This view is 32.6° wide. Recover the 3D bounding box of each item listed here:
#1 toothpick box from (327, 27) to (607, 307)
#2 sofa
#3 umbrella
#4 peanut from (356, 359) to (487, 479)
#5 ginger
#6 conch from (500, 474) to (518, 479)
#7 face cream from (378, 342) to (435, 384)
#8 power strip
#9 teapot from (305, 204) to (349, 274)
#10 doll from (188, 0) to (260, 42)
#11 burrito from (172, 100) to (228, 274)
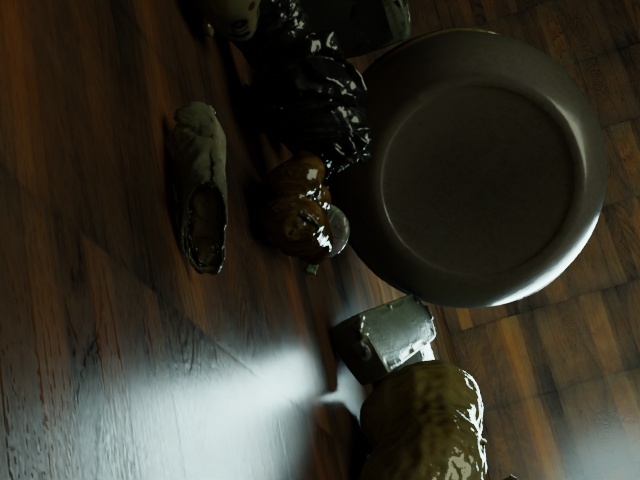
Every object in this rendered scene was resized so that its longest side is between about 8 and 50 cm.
[{"bbox_3d":[0.214,-0.114,1.628,0.425,0.409,0.409,-84,156,-81],"label":"toothpick box"},{"bbox_3d":[0.010,-0.375,1.540,0.176,0.210,0.225,-93,162,-53],"label":"sofa"},{"bbox_3d":[-0.054,-0.218,1.157,0.336,0.128,0.154,64,-9,-12],"label":"umbrella"},{"bbox_3d":[0.116,0.232,1.238,0.313,0.149,0.149,-74,146,-69],"label":"peanut"},{"bbox_3d":[-0.027,-0.034,1.111,0.162,0.073,0.103,63,25,-75],"label":"ginger"},{"bbox_3d":[0.201,0.370,1.270,0.186,0.263,0.324,61,-23,5],"label":"conch"},{"bbox_3d":[0.141,0.269,1.512,0.163,0.080,0.336,51,23,-54],"label":"face cream"},{"bbox_3d":[0.089,0.117,1.397,0.080,0.048,0.286,64,21,4],"label":"power strip"},{"bbox_3d":[0.000,0.000,1.268,0.064,0.064,0.083,59,47,-83],"label":"teapot"},{"bbox_3d":[-0.101,-0.259,1.042,0.089,0.102,0.179,29,-22,39],"label":"doll"},{"bbox_3d":[-0.090,-0.046,0.825,0.055,0.041,0.149,83,-1,-48],"label":"burrito"}]
